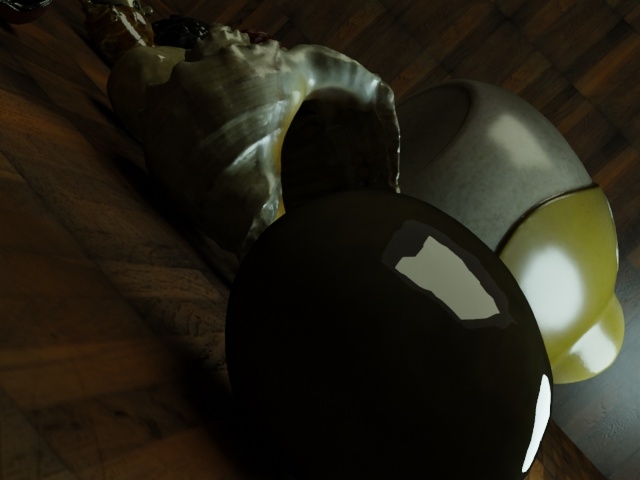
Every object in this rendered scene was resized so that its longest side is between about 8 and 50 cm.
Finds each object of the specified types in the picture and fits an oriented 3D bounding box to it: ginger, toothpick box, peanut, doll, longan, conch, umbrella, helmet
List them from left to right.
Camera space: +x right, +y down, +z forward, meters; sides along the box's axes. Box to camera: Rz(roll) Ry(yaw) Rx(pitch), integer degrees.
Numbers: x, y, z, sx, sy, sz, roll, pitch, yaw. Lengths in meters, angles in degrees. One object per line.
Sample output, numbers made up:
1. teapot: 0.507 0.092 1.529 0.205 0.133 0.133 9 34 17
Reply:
1. helmet: -0.321 -0.253 1.130 0.084 0.049 0.065 19 53 -20
2. doll: -0.325 -0.371 1.734 0.179 0.102 0.089 49 -32 28
3. ginger: -0.258 -0.258 1.525 0.162 0.073 0.103 53 20 -1
4. umbrella: -0.228 -0.286 1.712 0.154 0.128 0.336 66 -11 -26
5. peanut: -0.110 -0.115 1.270 0.313 0.149 0.149 40 9 -32
6. conch: -0.043 -0.073 1.126 0.186 0.263 0.324 -161 -123 -77
7. longan: 0.043 0.072 0.768 0.246 0.215 0.246 53 23 -35
8. toothpick box: 0.238 0.003 1.653 0.425 0.409 0.409 50 4 -24

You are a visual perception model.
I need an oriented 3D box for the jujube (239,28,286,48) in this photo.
1. jujube: -0.123 -0.295 2.130 0.232 0.213 0.213 45 6 -1
